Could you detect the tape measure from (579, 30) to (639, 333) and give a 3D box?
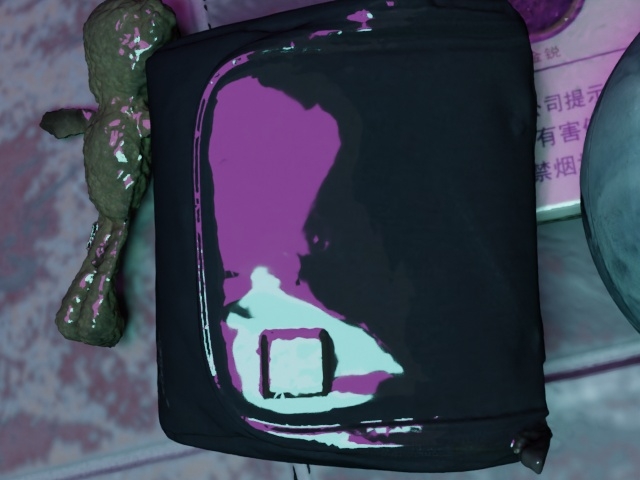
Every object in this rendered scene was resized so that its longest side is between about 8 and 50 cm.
[{"bbox_3d":[0.272,-0.041,0.390,0.256,0.147,0.275,23,90,7],"label":"tape measure"}]

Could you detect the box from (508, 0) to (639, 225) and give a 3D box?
[{"bbox_3d":[0.155,-0.143,0.542,0.168,0.071,0.259,-12,82,21],"label":"box"}]

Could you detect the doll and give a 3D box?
[{"bbox_3d":[-0.167,-0.064,0.656,0.203,0.091,0.285,-31,58,50],"label":"doll"}]

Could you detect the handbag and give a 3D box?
[{"bbox_3d":[-0.003,0.000,0.493,0.275,0.178,0.301,-1,89,50],"label":"handbag"}]
